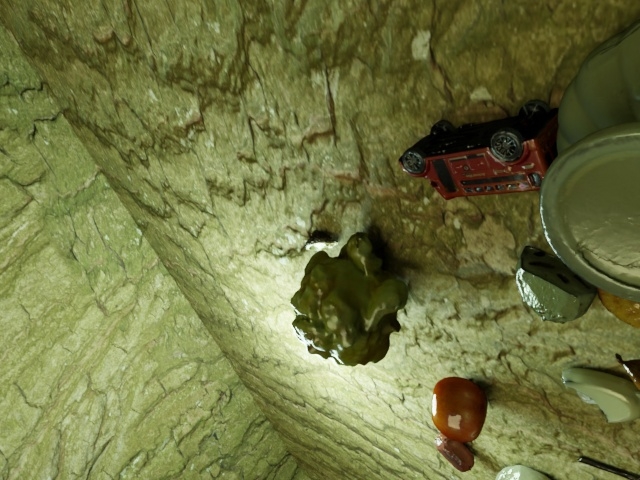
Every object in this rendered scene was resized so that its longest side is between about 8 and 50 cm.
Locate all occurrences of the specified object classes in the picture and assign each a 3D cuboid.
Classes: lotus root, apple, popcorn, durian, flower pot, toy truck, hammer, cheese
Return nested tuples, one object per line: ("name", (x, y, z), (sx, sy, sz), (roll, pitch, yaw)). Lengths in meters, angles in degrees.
("lotus root", (0.414, 0.099, 0.908), (0.143, 0.070, 0.144), (21, 142, 38))
("apple", (0.351, 0.429, 1.300), (0.139, 0.163, 0.163), (16, 139, 25))
("popcorn", (0.059, 0.158, 1.241), (0.274, 0.279, 0.335), (48, 169, 38))
("durian", (-0.004, 0.009, 1.350), (0.066, 0.052, 0.130), (50, 149, -11))
("flower pot", (0.391, -0.083, 0.548), (0.308, 0.244, 0.307), (31, 147, 23))
("toy truck", (0.251, -0.131, 0.801), (0.253, 0.107, 0.114), (-1, 125, 52))
("hammer", (0.668, 0.519, 1.146), (0.178, 0.021, 0.065), (2, 128, 54))
("cheese", (0.583, 0.292, 0.947), (0.127, 0.050, 0.235), (54, 148, -7))

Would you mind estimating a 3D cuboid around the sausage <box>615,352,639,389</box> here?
("sausage", (0.627, 0.247, 0.774), (0.328, 0.112, 0.112), (13, 136, 45))

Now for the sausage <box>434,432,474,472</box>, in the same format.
("sausage", (0.415, 0.651, 1.570), (0.141, 0.076, 0.076), (41, 150, 7))

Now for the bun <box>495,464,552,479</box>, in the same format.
("bun", (0.583, 0.730, 1.405), (0.210, 0.116, 0.237), (35, 149, 19))

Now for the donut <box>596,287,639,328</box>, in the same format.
("donut", (0.502, 0.071, 0.776), (0.152, 0.058, 0.151), (32, 148, 23))
